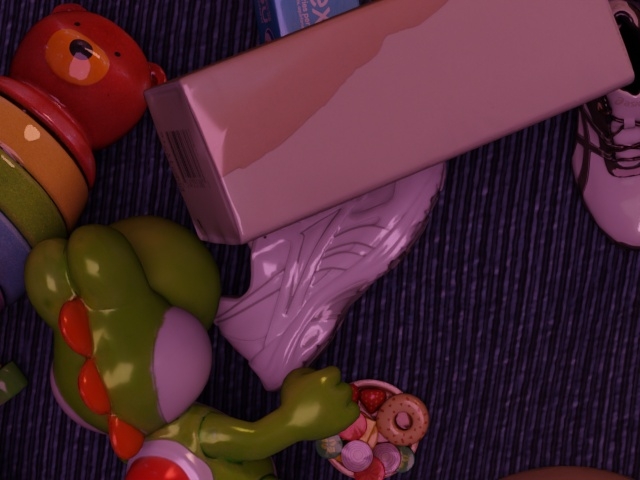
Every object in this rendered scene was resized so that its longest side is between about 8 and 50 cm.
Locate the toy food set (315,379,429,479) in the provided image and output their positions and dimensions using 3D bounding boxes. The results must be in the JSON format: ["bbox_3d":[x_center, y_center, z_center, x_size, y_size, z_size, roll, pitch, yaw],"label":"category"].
[{"bbox_3d":[0.039,0.151,1.539,0.083,0.020,0.083,24,95,0],"label":"toy food set"}]

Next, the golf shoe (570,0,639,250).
[{"bbox_3d":[0.226,-0.086,1.478,0.077,0.094,0.198,-10,95,2],"label":"golf shoe"}]

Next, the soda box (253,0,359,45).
[{"bbox_3d":[-0.013,-0.187,1.485,0.067,0.071,0.210,-10,94,-14],"label":"soda box"}]

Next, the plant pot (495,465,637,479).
[{"bbox_3d":[0.191,0.327,1.461,0.284,0.191,0.284,0,95,2],"label":"plant pot"}]

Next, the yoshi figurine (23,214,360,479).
[{"bbox_3d":[-0.092,0.127,1.458,0.203,0.203,0.362,-30,111,-12],"label":"yoshi figurine"}]

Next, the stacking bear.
[{"bbox_3d":[-0.238,-0.054,1.450,0.175,0.164,0.289,37,70,10],"label":"stacking bear"}]

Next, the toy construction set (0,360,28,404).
[{"bbox_3d":[-0.310,0.263,1.438,0.257,0.309,0.237,-36,97,13],"label":"toy construction set"}]

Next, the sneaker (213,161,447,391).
[{"bbox_3d":[0.000,0.000,1.498,0.115,0.090,0.232,41,94,3],"label":"sneaker"}]

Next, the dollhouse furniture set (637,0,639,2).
[{"bbox_3d":[0.216,-0.262,1.419,0.129,0.184,0.129,25,95,1],"label":"dollhouse furniture set"}]

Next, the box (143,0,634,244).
[{"bbox_3d":[0.047,-0.109,1.391,0.311,0.148,0.121,-23,97,-15],"label":"box"}]
